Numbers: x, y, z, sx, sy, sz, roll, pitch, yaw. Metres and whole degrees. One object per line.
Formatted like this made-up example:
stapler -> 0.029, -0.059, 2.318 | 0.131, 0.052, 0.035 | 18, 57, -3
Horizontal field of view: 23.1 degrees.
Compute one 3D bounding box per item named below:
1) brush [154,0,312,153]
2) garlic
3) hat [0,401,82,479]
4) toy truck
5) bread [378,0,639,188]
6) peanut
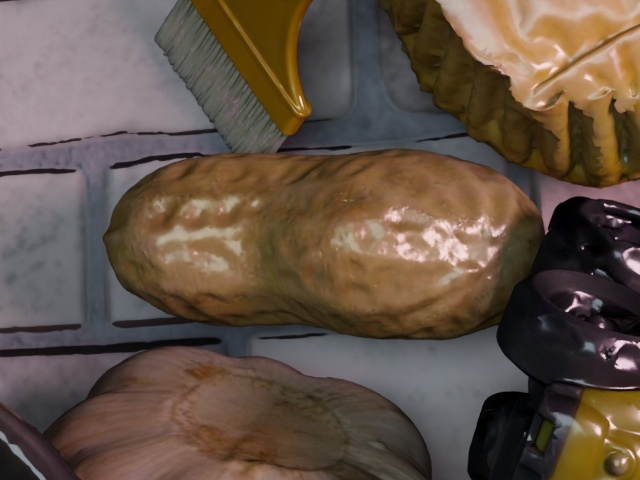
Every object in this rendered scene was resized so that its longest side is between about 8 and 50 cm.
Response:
brush -> -0.006, -0.135, 0.750 | 0.013, 0.272, 0.103 | -25, 76, -38
garlic -> -0.046, 0.174, 0.747 | 0.219, 0.218, 0.212 | 17, 116, 12
hat -> -0.197, 0.219, 0.701 | 0.382, 0.257, 0.366 | -41, 76, 13
toy truck -> 0.150, 0.086, 0.681 | 0.165, 0.224, 0.147 | 21, 109, 11
bread -> 0.145, -0.144, 0.754 | 0.240, 0.139, 0.240 | -1, 83, 7
peanut -> 0.000, 0.000, 0.783 | 0.226, 0.108, 0.095 | 3, 90, 13
